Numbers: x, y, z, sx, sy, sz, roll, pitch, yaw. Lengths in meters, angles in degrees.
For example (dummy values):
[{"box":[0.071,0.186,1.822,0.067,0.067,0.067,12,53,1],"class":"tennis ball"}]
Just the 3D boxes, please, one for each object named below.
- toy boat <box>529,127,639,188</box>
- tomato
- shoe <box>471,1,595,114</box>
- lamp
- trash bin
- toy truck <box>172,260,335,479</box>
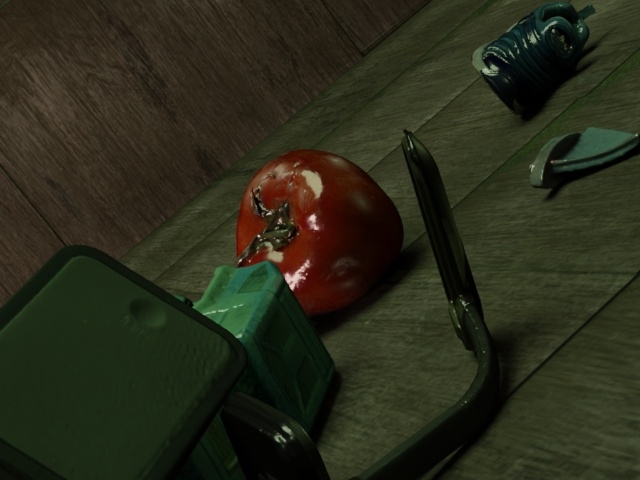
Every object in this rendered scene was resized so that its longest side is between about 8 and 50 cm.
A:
[{"box":[0.258,-0.084,1.439,0.122,0.034,0.096,-13,26,46],"class":"toy boat"},{"box":[0.000,0.000,1.603,0.187,0.151,0.187,-18,62,38],"class":"tomato"},{"box":[0.252,-0.222,1.827,0.106,0.091,0.207,-35,7,42],"class":"shoe"},{"box":[0.041,0.066,1.088,0.124,0.203,0.283,4,35,45],"class":"lamp"},{"box":[-0.218,0.203,1.124,0.343,0.158,0.223,-58,-2,35],"class":"trash bin"},{"box":[-0.091,0.131,1.331,0.156,0.155,0.279,-25,15,20],"class":"toy truck"}]
